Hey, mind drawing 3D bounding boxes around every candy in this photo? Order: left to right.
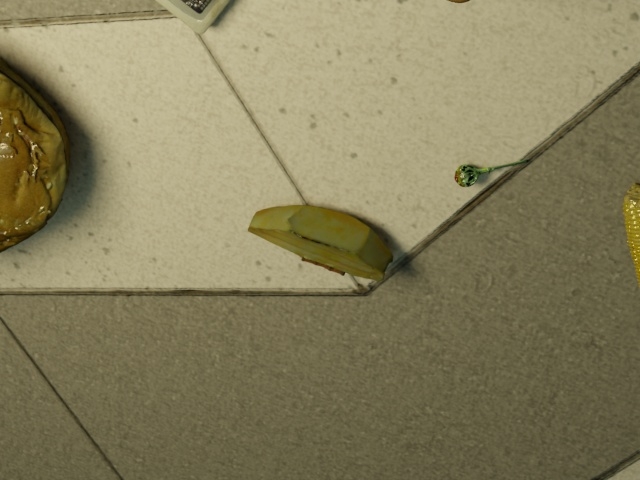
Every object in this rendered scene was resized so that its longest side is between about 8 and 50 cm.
[{"bbox_3d":[0.187,-0.076,1.768,0.083,0.025,0.023,-11,163,17],"label":"candy"}]

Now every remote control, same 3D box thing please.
[{"bbox_3d":[-0.108,-0.305,1.701,0.087,0.029,0.190,38,127,-10],"label":"remote control"}]

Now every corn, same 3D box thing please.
[{"bbox_3d":[0.374,0.013,1.738,0.085,0.063,0.165,5,127,46],"label":"corn"}]

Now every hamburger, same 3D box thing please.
[{"bbox_3d":[-0.428,-0.103,1.893,0.285,0.134,0.265,-32,111,32],"label":"hamburger"}]

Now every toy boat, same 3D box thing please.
[{"bbox_3d":[0.000,0.000,1.862,0.172,0.065,0.066,20,148,8],"label":"toy boat"}]

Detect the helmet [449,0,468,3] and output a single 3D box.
[{"bbox_3d":[0.089,-0.341,1.525,0.224,0.198,0.130,38,88,-23],"label":"helmet"}]
